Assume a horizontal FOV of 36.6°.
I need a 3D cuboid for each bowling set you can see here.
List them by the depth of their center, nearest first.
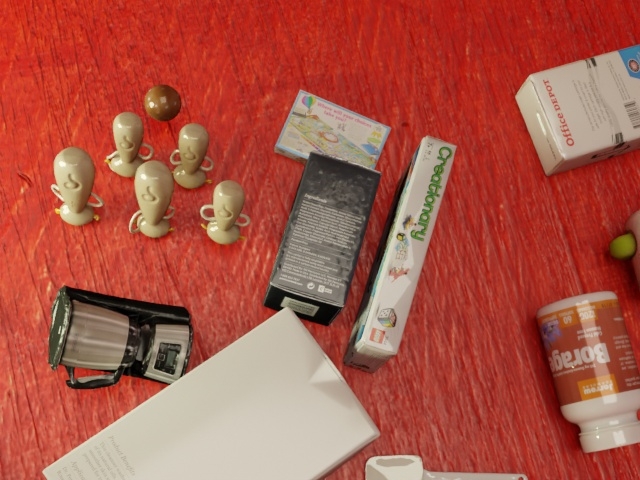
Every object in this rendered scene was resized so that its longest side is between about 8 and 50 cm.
[{"bbox_3d":[-0.227,-0.108,1.405,0.287,0.154,0.200,14,55,-2],"label":"bowling set"}]

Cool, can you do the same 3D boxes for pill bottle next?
[{"bbox_3d":[0.395,0.190,1.394,0.121,0.121,0.216,-10,76,-10],"label":"pill bottle"}]

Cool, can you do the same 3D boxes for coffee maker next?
[{"bbox_3d":[-0.272,0.121,1.320,0.178,0.120,0.171,13,31,-21],"label":"coffee maker"}]

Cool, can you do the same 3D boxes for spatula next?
[{"bbox_3d":[0.181,0.392,1.366,0.242,0.019,0.168,3,74,-6],"label":"spatula"}]

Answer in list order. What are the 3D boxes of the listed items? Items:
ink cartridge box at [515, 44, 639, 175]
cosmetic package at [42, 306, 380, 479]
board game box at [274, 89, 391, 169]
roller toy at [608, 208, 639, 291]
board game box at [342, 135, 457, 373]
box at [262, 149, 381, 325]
[{"bbox_3d":[0.431,-0.205,1.523,0.203,0.086,0.148,-16,77,-10],"label":"ink cartridge box"},{"bbox_3d":[-0.138,0.287,1.278,0.385,0.156,0.217,-31,76,-15],"label":"cosmetic package"},{"bbox_3d":[0.019,-0.155,1.489,0.154,0.026,0.103,23,74,0],"label":"board game box"},{"bbox_3d":[0.558,0.015,1.422,0.191,0.209,0.146,-3,75,-29],"label":"roller toy"},{"bbox_3d":[0.109,0.026,1.365,0.053,0.193,0.305,19,74,-1],"label":"board game box"},{"bbox_3d":[0.000,0.000,1.379,0.108,0.153,0.207,18,74,-3],"label":"box"}]
